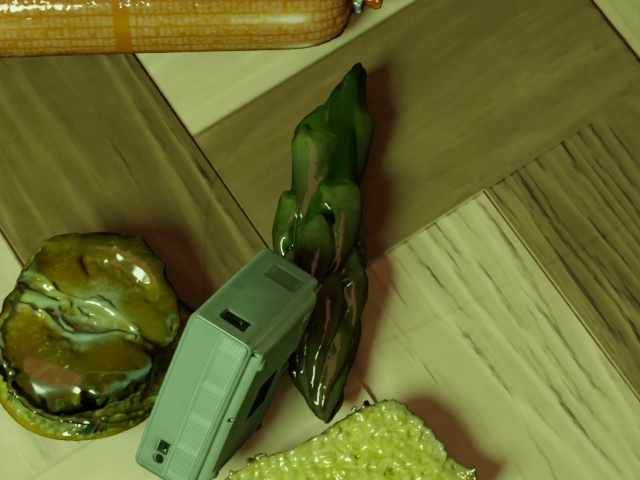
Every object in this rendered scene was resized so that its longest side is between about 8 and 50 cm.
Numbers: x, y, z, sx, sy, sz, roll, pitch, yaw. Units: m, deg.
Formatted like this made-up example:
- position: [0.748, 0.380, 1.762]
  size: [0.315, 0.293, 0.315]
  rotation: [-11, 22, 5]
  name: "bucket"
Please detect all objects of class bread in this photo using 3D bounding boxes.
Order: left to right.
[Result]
- position: [0.015, 0.187, 1.443]
  size: [0.187, 0.065, 0.103]
  rotation: [-28, 70, -7]
  name: "bread"

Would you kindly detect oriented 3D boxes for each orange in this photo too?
- position: [-0.174, 0.077, 1.461]
  size: [0.170, 0.112, 0.160]
  rotation: [-1, 59, -34]
  name: "orange"

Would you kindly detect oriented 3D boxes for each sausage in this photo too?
- position: [-0.106, -0.193, 1.569]
  size: [0.312, 0.093, 0.093]
  rotation: [-2, 70, 0]
  name: "sausage"

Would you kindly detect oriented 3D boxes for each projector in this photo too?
- position: [-0.063, 0.094, 1.415]
  size: [0.061, 0.147, 0.115]
  rotation: [31, 35, 9]
  name: "projector"

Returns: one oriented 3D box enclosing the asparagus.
- position: [0.000, 0.000, 1.506]
  size: [0.080, 0.080, 0.287]
  rotation: [-1, 72, 1]
  name: "asparagus"
